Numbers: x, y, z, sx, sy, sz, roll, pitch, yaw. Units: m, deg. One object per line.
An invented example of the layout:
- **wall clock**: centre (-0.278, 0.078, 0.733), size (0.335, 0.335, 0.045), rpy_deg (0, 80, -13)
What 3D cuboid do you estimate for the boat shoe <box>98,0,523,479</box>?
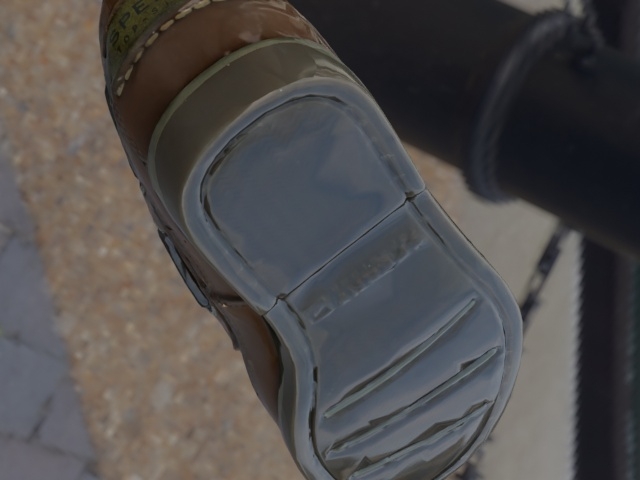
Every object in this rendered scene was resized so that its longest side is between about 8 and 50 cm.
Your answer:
- **boat shoe**: centre (0.000, 0.000, 0.727), size (0.111, 0.104, 0.307), rpy_deg (-32, 144, -8)
